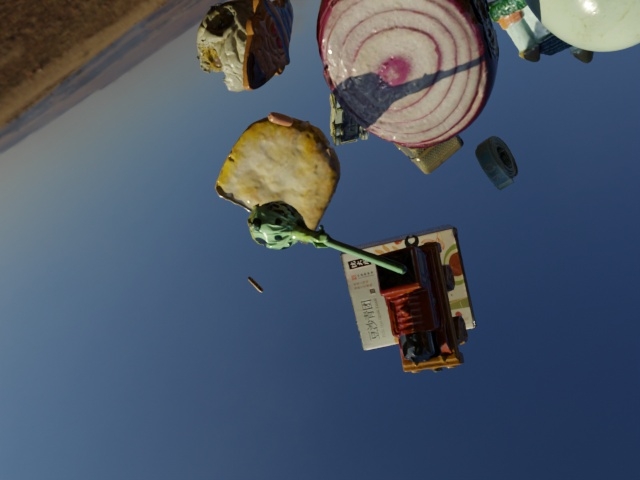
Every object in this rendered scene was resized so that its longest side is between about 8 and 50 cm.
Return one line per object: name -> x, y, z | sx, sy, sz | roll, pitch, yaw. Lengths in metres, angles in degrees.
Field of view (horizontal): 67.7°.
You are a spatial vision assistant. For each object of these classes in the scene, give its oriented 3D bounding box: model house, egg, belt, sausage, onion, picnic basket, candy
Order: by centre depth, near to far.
egg -> 0.411, -0.471, 0.733 | 0.230, 0.371, 0.230 | -25, 177, -2
candy -> 0.000, 0.000, 0.743 | 0.305, 0.091, 0.083 | 20, -88, 40
onion -> 0.161, -0.351, 0.832 | 0.282, 0.337, 0.260 | -28, -150, 41
model house -> 0.616, -0.580, 1.266 | 0.253, 0.291, 0.184 | -42, -169, -30
sausage -> -0.124, -0.377, 1.482 | 0.034, 0.083, 0.034 | -7, -100, 49
picnic basket -> 0.315, -0.361, 1.545 | 0.165, 0.139, 0.266 | -40, -132, 8
sausage -> -0.213, 0.143, 1.565 | 0.015, 0.015, 0.100 | -42, -137, -13
belt -> 0.621, -0.282, 1.672 | 0.082, 0.163, 0.147 | -33, -165, 48

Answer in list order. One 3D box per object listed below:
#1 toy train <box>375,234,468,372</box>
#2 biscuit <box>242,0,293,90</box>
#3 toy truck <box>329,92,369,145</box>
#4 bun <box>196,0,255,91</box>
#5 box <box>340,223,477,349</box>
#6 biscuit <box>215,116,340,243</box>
toy train -> 0.250, 0.152, 1.233 | 0.163, 0.232, 0.369 | -18, -111, 31
biscuit -> -0.121, -0.468, 1.123 | 0.043, 0.183, 0.280 | 4, -116, 27
toy truck -> 0.084, -0.432, 1.521 | 0.124, 0.272, 0.157 | -14, -117, -6
bun -> -0.231, -0.586, 1.384 | 0.282, 0.205, 0.281 | -6, -115, 13
box -> 0.293, 0.157, 1.615 | 0.385, 0.344, 0.122 | -13, -172, 7
biscuit -> -0.147, -0.253, 1.807 | 0.104, 0.429, 0.446 | -77, -167, -64
